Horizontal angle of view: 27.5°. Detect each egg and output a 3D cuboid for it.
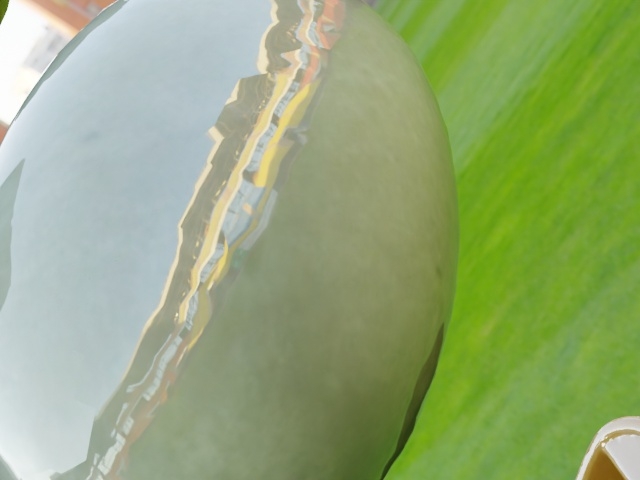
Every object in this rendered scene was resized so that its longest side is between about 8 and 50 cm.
[{"bbox_3d":[-0.056,0.013,0.697,0.258,0.258,0.352,133,160,-63],"label":"egg"}]

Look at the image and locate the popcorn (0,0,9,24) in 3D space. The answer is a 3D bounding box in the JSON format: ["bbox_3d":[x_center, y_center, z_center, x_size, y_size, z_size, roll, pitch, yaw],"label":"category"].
[{"bbox_3d":[-0.327,-0.282,1.090,0.191,0.190,0.253,-101,32,-73],"label":"popcorn"}]

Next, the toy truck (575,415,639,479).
[{"bbox_3d":[0.382,0.274,1.283,0.288,0.212,0.204,-66,33,27],"label":"toy truck"}]
